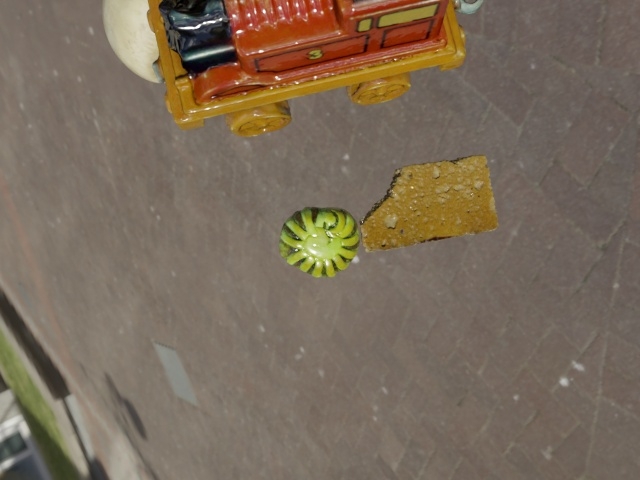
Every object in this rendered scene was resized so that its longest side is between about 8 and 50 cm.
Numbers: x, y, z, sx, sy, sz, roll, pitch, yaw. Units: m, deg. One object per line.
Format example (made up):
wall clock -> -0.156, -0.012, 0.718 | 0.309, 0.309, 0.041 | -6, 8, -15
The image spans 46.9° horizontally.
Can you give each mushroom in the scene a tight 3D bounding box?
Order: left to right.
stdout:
mushroom -> -0.182, -0.345, 1.101 | 0.234, 0.260, 0.254 | 29, 180, 9

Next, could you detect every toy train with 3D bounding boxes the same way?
toy train -> -0.001, -0.236, 0.769 | 0.231, 0.369, 0.163 | 87, 170, -81

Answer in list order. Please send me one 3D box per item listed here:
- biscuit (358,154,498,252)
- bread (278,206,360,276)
biscuit -> 0.170, -0.061, 1.201 | 0.026, 0.237, 0.131 | 148, 111, -78
bread -> 0.000, 0.000, 1.282 | 0.071, 0.139, 0.130 | -135, 65, -76
